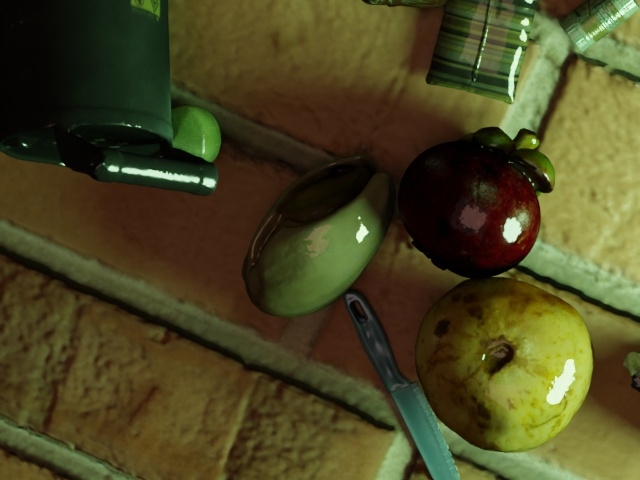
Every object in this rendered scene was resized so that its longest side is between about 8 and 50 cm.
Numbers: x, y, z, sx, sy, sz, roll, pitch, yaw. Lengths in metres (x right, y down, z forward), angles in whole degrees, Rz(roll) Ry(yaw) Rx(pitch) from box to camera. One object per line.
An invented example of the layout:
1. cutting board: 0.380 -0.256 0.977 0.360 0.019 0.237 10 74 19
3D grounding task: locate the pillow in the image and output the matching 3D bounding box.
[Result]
1. pillow: 0.199 -0.270 1.615 0.113 0.038 0.203 14 106 10

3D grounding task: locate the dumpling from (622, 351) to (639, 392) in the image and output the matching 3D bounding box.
1. dumpling: 0.484 0.223 1.599 0.293 0.204 0.163 25 119 -5

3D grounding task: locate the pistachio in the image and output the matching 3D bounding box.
1. pistachio: 0.000 0.000 1.678 0.238 0.153 0.137 -54 49 16

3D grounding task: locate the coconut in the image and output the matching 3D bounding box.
1. coconut: -0.168 -0.124 1.698 0.088 0.096 0.087 3 97 26

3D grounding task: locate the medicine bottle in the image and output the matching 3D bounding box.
1. medicine bottle: 0.324 -0.262 1.587 0.083 0.047 0.047 -37 94 18

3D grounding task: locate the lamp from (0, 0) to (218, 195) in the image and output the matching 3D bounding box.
1. lamp: -0.272 -0.216 1.603 0.374 0.205 0.272 14 97 48

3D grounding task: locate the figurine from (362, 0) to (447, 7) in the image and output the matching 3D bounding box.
1. figurine: 0.121 -0.420 1.540 0.187 0.168 0.315 25 124 45

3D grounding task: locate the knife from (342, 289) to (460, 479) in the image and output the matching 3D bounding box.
1. knife: 0.109 0.198 1.767 0.045 0.019 0.313 -24 100 13

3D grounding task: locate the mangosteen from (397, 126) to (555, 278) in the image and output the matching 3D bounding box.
1. mangosteen: 0.189 -0.053 1.608 0.200 0.200 0.199 3 105 11

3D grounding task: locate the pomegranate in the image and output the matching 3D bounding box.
1. pomegranate: 0.223 0.146 1.641 0.215 0.215 0.215 3 105 11
